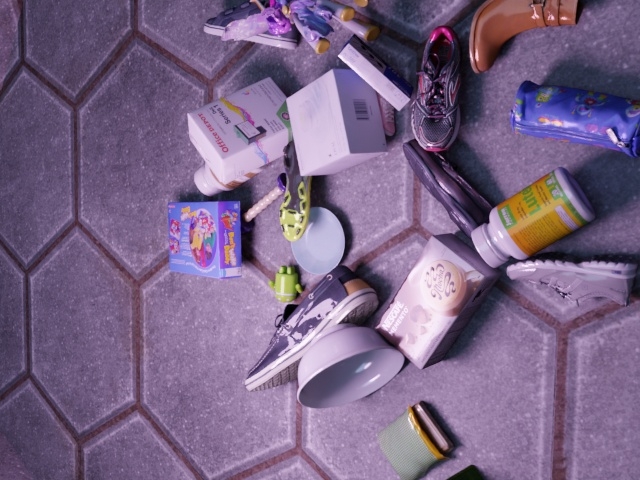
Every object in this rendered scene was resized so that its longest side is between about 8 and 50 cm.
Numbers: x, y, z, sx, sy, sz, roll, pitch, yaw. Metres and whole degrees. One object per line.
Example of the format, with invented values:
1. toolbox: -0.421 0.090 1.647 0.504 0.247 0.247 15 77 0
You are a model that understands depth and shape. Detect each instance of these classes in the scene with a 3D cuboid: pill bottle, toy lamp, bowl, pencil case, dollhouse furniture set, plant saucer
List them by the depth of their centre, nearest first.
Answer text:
1. pencil case: 0.556 -0.259 1.432 0.306 0.133 0.119 21 138 36
2. pill bottle: 0.466 -0.042 1.494 0.245 0.136 0.136 -35 72 27
3. dollhouse furniture set: 0.251 0.586 1.706 0.197 0.151 0.301 -50 64 29
4. bowl: 0.060 0.312 1.771 0.298 0.298 0.134 -47 49 30
5. plant saucer: 0.000 0.000 1.932 0.195 0.037 0.195 4 96 38
6. toy lamp: -0.185 -0.101 2.045 0.274 0.080 0.080 -34 72 32
7. pill bottle: -0.281 -0.228 2.074 0.229 0.131 0.131 -27 77 36

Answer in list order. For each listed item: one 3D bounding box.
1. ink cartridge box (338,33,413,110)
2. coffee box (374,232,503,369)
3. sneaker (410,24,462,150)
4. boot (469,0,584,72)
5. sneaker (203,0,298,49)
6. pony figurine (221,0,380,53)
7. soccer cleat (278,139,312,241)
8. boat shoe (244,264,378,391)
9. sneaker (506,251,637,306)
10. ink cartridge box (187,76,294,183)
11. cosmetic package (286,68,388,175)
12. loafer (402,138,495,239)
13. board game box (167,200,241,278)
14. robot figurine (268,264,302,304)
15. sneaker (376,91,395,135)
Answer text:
1. ink cartridge box: 0.142 -0.425 1.695 0.207 0.097 0.046 39 121 -12
2. coffee box: 0.289 0.150 1.669 0.168 0.119 0.297 42 116 27
3. sneaker: 0.276 -0.364 1.614 0.121 0.112 0.299 2 88 14
4. boot: 0.471 -0.500 1.511 0.220 0.109 0.283 23 100 30
5. sneaker: -0.202 -0.651 1.992 0.321 0.126 0.127 16 108 24
6. pony figurine: -0.064 -0.637 1.760 0.363 0.351 0.303 45 141 25
7. soccer cleat: -0.055 -0.141 1.913 0.093 0.121 0.289 3 92 27
8. boat shoe: -0.046 0.259 1.902 0.500 0.187 0.156 -46 61 25
9. sneaker: 0.544 0.091 1.480 0.281 0.105 0.115 3 101 41
10. ink cartridge box: -0.211 -0.316 1.918 0.201 0.278 0.117 53 159 23
11. cosmetic package: 0.038 -0.309 1.789 0.224 0.138 0.224 -18 82 54
12. loafer: 0.320 -0.140 1.655 0.095 0.109 0.302 -33 71 -4
13. board game box: -0.375 -0.008 2.141 0.347 0.078 0.233 4 96 52
14. robot figurine: -0.102 0.133 2.000 0.101 0.067 0.115 6 97 13
15. sneaker: 0.174 -0.346 1.767 0.070 0.051 0.134 -37 67 39
